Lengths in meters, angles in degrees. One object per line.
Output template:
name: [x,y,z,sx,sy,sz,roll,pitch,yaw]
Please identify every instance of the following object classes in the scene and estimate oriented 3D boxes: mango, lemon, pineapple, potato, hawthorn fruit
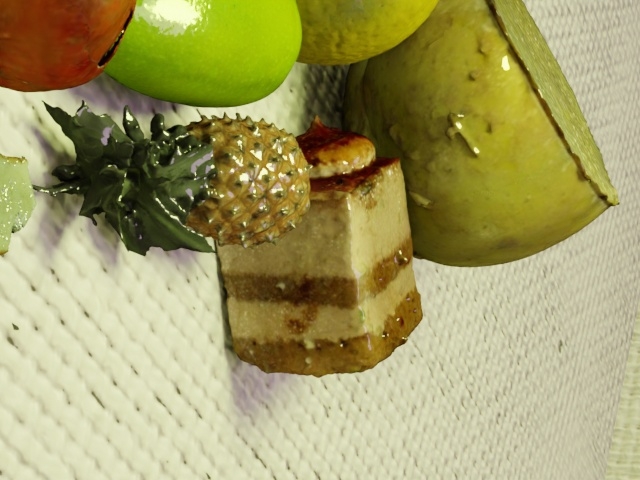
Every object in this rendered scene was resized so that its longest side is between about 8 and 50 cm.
mango: [-0.146,-0.238,1.634,0.343,0.156,0.192,-1,82,-60]
lemon: [0.024,-0.335,1.861,0.267,0.267,0.267,-4,94,-64]
pineapple: [-0.160,-0.060,1.647,0.364,0.165,0.165,-3,94,-56]
potato: [0.171,-0.154,2.069,0.385,0.319,0.442,50,16,-29]
hawthorn fruit: [-0.249,-0.281,1.367,0.211,0.211,0.299,44,54,-56]

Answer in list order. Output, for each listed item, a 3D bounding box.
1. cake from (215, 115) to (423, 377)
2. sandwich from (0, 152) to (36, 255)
cake: [0.000,0.000,1.890,0.199,0.196,0.293,-32,121,-57]
sandwich: [-0.305,-0.032,1.451,0.093,0.036,0.105,23,71,-63]
